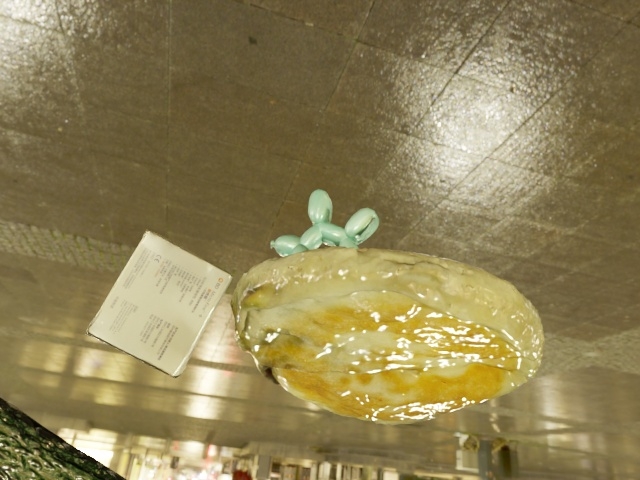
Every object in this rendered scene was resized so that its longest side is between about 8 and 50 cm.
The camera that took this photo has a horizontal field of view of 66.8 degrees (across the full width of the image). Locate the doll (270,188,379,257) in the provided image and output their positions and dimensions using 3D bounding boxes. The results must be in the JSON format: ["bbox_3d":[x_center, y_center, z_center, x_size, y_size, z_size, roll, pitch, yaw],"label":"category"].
[{"bbox_3d":[0.000,0.000,0.789,0.159,0.159,0.059,17,166,18],"label":"doll"}]

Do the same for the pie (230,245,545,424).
[{"bbox_3d":[0.060,0.106,0.500,0.338,0.077,0.339,5,142,4],"label":"pie"}]

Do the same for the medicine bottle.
[{"bbox_3d":[-0.269,0.108,0.829,0.171,0.201,0.052,28,172,-7],"label":"medicine bottle"}]

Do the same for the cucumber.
[{"bbox_3d":[-0.278,0.242,0.491,0.265,0.077,0.077,41,144,-10],"label":"cucumber"}]
